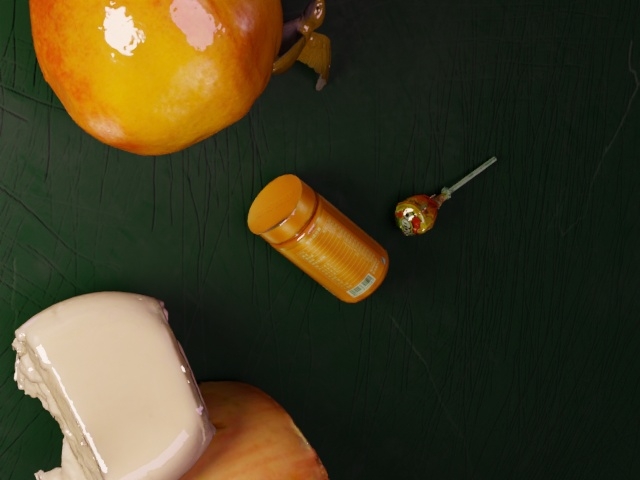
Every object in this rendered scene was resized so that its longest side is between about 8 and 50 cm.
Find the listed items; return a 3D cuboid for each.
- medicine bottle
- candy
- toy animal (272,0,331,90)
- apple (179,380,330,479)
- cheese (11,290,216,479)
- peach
[{"bbox_3d":[0.000,0.000,2.122,0.192,0.096,0.096,38,83,-36],"label":"medicine bottle"},{"bbox_3d":[0.185,-0.070,2.255,0.201,0.060,0.060,-35,122,-30],"label":"candy"},{"bbox_3d":[-0.046,-0.266,1.999,0.219,0.095,0.155,-23,124,-70],"label":"toy animal"},{"bbox_3d":[-0.158,0.365,2.079,0.309,0.314,0.252,-24,159,-26],"label":"apple"},{"bbox_3d":[-0.261,0.196,1.943,0.233,0.127,0.266,-23,82,-16],"label":"cheese"},{"bbox_3d":[-0.200,-0.264,1.792,0.289,0.289,0.308,-51,135,-9],"label":"peach"}]
